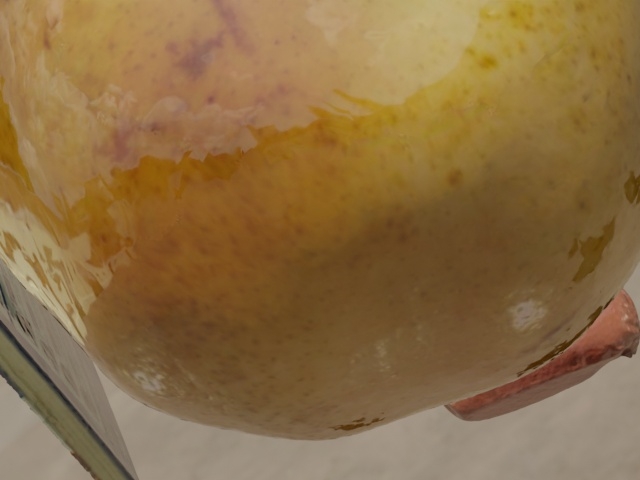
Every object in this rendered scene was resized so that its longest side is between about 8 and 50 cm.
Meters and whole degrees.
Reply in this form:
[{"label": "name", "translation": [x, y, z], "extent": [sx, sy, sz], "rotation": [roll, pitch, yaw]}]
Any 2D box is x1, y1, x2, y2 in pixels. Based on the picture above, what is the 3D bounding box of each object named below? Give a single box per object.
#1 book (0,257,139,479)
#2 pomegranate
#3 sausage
[{"label": "book", "translation": [-0.290, 0.041, 1.812], "extent": [0.039, 0.300, 0.428], "rotation": [-28, -37, 0]}, {"label": "pomegranate", "translation": [0.003, -0.086, 1.081], "extent": [0.417, 0.416, 0.416], "rotation": [-36, 7, 5]}, {"label": "sausage", "translation": [0.228, 0.115, 2.231], "extent": [0.254, 0.148, 0.148], "rotation": [-22, 5, -7]}]
